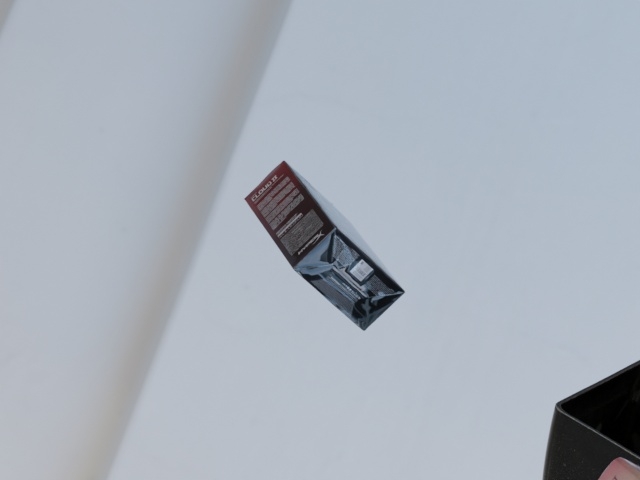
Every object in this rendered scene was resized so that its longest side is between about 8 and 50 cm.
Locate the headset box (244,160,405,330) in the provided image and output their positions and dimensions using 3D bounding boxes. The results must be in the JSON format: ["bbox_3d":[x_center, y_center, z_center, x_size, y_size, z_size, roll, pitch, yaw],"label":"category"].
[{"bbox_3d":[0.000,0.000,0.821,0.062,0.032,0.083,43,-175,-38],"label":"headset box"}]

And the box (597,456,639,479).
[{"bbox_3d":[0.260,0.278,1.060,0.232,0.149,0.127,39,-174,41],"label":"box"}]

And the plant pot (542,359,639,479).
[{"bbox_3d":[0.308,0.242,1.452,0.188,0.167,0.187,30,-153,29],"label":"plant pot"}]
